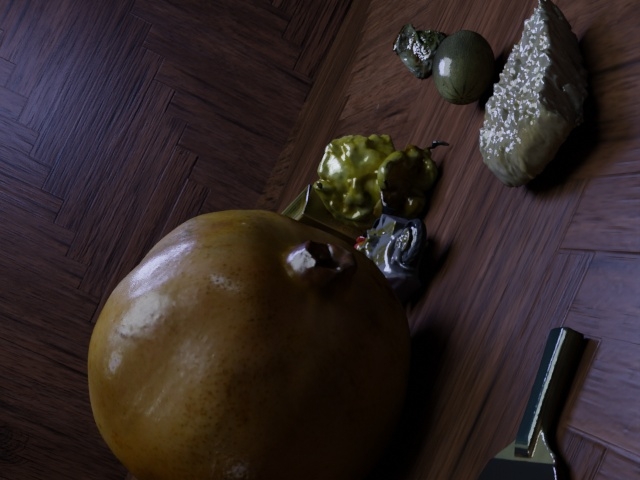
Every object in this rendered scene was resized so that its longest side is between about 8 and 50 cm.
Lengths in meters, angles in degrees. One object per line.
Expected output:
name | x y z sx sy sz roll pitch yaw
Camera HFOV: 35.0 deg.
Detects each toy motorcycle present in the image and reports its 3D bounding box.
toy motorcycle | 0.101 0.039 1.477 0.225 0.073 0.152 -169 92 -77

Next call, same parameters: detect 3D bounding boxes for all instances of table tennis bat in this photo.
table tennis bat | 0.172 0.218 0.898 0.301 0.022 0.173 -68 11 -15

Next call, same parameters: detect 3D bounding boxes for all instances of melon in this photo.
melon | 0.220 -0.264 1.561 0.098 0.098 0.130 -48 22 54

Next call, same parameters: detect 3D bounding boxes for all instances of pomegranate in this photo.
pomegranate | -0.078 0.143 1.279 0.416 0.417 0.416 -60 12 21

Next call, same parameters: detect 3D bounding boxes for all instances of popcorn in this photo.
popcorn | 0.089 -0.102 1.640 0.174 0.168 0.195 -28 3 -31

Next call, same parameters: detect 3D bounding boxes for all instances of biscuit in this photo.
biscuit | 0.255 -0.163 1.224 0.281 0.084 0.179 -73 10 -48

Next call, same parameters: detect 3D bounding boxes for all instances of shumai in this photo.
shumai | 0.188 -0.379 1.990 0.098 0.087 0.124 -63 12 -1

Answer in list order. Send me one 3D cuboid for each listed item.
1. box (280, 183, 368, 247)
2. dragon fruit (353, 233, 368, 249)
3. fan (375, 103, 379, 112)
box | 0.000 0.000 1.818 0.240 0.159 0.071 -41 27 60
dragon fruit | 0.069 0.039 1.651 0.112 0.068 0.126 -57 11 32
fan | 0.063 -0.136 2.036 0.182 0.010 0.310 -60 -9 -65
